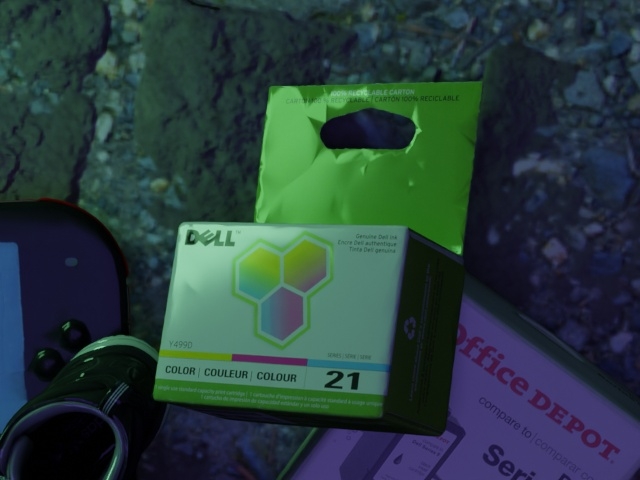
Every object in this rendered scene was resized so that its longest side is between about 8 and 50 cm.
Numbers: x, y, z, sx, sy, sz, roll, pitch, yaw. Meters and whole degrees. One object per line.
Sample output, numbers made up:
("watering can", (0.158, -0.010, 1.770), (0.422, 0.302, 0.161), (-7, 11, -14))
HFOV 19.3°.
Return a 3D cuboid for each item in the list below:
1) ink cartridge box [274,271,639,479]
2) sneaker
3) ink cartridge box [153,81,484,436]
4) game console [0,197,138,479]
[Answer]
("ink cartridge box", (0.088, 0.182, 1.388), (0.198, 0.115, 0.273), (36, 98, 0))
("sneaker", (-0.212, 0.184, 1.324), (0.101, 0.153, 0.268), (40, 96, -1))
("ink cartridge box", (0.000, 0.000, 1.319), (0.189, 0.097, 0.255), (1, 78, 31))
("game console", (-0.330, 0.144, 1.424), (0.387, 0.060, 0.342), (-2, 89, 4))
